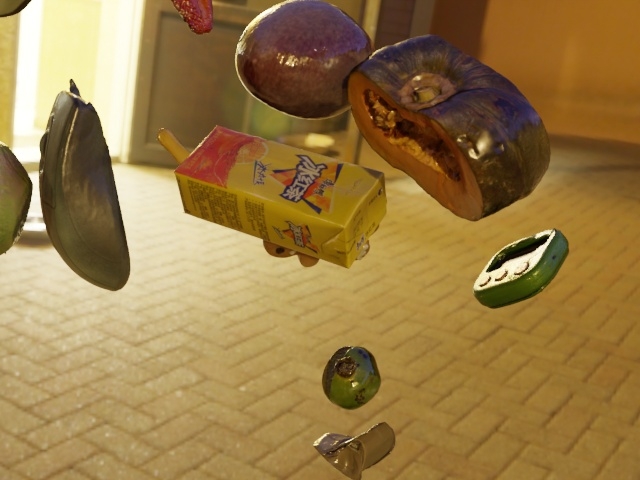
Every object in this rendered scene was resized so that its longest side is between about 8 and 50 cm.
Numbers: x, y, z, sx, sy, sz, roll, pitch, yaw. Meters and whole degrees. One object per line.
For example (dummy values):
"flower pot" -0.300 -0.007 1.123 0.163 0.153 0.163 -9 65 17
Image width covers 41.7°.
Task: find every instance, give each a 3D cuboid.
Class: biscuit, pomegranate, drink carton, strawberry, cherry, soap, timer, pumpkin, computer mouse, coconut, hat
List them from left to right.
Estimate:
"coconut" -0.528 -0.065 1.169 0.235 0.205 0.236 11 53 -15
"computer mouse" -0.417 -0.085 1.430 0.121 0.371 0.188 -13 13 -28
"soap" -0.270 -0.172 1.564 0.012 0.089 0.034 2 48 50
"strawberry" -0.238 -0.457 1.570 0.048 0.152 0.104 -34 -9 34
"drink carton" -0.072 -0.081 1.489 0.351 0.111 0.155 19 51 23
"cherry" -0.022 -0.289 1.343 0.213 0.184 0.266 26 24 34
"biscuit" 0.000 0.001 1.726 0.240 0.158 0.035 -6 48 -14
"pomegranate" 0.075 0.303 1.855 0.122 0.143 0.169 32 -22 -3
"hat" 0.082 0.461 1.912 0.147 0.175 0.085 52 7 -36
"pumpkin" 0.177 -0.150 1.189 0.139 0.222 0.317 -39 49 -14
"timer" 0.291 0.042 1.216 0.140 0.047 0.128 -27 17 51

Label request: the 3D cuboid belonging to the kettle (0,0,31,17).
"kettle" -0.459 -0.355 0.891 0.376 0.250 0.361 -17 -33 30
